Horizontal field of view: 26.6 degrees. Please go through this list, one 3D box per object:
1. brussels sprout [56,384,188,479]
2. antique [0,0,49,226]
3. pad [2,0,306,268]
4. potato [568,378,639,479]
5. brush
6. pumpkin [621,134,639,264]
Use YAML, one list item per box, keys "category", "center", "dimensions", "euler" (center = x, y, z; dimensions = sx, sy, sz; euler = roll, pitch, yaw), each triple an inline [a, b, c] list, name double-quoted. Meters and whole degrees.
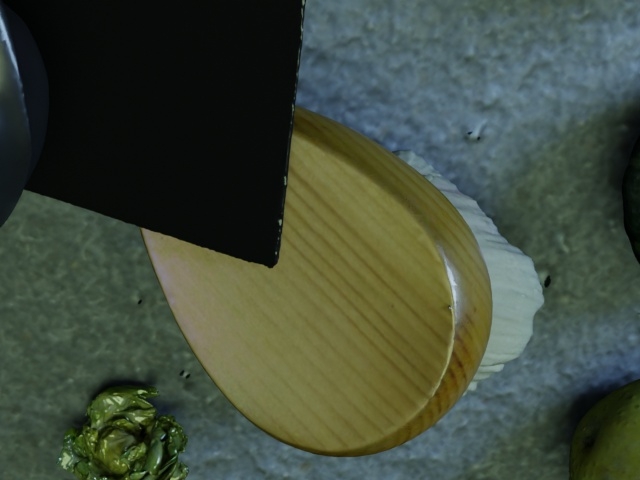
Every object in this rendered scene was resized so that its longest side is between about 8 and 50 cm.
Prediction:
- category: "brussels sprout"
  center: [-0.130, 0.146, 0.941]
  dimensions: [0.085, 0.085, 0.058]
  euler: [-28, 151, 7]
- category: "antique"
  center: [-0.282, -0.067, 0.717]
  dimensions: [0.322, 0.185, 0.255]
  euler: [-32, 102, 34]
- category: "pad"
  center: [-0.148, -0.114, 0.757]
  dimensions: [0.300, 0.005, 0.202]
  euler: [16, 117, 19]
- category: "potato"
  center: [0.297, 0.180, 0.960]
  dimensions: [0.248, 0.143, 0.169]
  euler: [17, 79, -8]
- category: "brush"
  center: [0.000, 0.000, 0.831]
  dimensions: [0.174, 0.166, 0.266]
  euler: [-45, 81, 20]
- category: "pumpkin"
  center: [0.274, -0.028, 0.866]
  dimensions: [0.167, 0.125, 0.167]
  euler: [-4, 117, -8]
